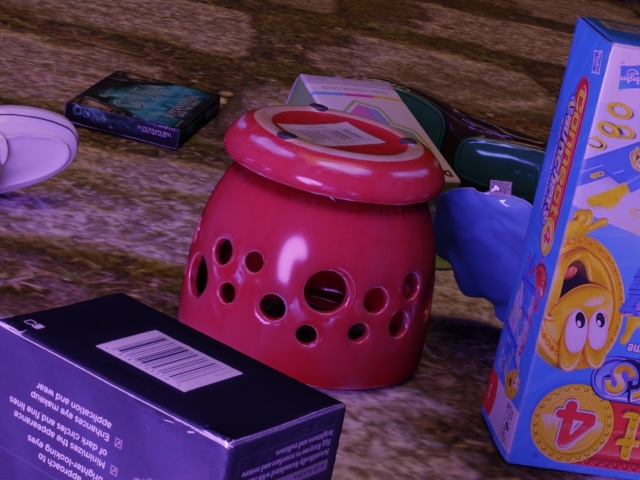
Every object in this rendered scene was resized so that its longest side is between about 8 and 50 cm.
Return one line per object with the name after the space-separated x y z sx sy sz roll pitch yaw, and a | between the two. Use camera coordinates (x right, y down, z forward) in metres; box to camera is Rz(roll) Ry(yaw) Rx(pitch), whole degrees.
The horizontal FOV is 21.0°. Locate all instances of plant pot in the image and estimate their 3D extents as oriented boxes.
0.000 0.000 1.299 0.191 0.174 0.191 12 19 -4 | plant pot

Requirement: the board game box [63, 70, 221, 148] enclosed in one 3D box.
-0.190 -0.144 1.865 0.126 0.026 0.186 14 17 6 | board game box

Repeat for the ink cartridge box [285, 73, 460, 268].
0.055 -0.065 1.603 0.109 0.062 0.209 1 42 -34 | ink cartridge box

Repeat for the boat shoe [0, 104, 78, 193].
-0.306 -0.058 1.462 0.226 0.083 0.076 -10 37 -25 | boat shoe

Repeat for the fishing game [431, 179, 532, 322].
0.163 0.015 1.373 0.264 0.189 0.041 25 63 25 | fishing game

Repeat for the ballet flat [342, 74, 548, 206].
0.136 -0.100 1.856 0.280 0.095 0.096 23 8 1 | ballet flat

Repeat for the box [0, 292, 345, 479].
-0.086 0.129 0.850 0.156 0.158 0.093 24 22 33 | box

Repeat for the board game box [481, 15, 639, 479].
0.297 0.023 1.200 0.308 0.302 0.086 8 18 -9 | board game box
